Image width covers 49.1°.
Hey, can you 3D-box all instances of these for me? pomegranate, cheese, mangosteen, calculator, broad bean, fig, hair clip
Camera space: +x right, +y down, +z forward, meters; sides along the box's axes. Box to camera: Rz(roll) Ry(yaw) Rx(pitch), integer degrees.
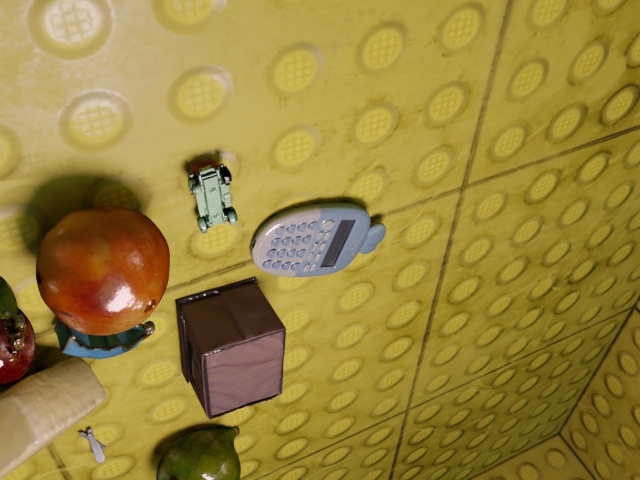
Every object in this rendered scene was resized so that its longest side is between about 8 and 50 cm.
[{"bbox_3d":[-0.334,0.042,1.091,0.209,0.209,0.209,-21,142,-17],"label":"pomegranate"},{"bbox_3d":[-0.535,0.329,1.217,0.242,0.124,0.265,-41,178,6],"label":"cheese"},{"bbox_3d":[-0.554,0.173,1.115,0.181,0.155,0.146,-12,164,-7],"label":"mangosteen"},{"bbox_3d":[0.000,0.000,1.424,0.303,0.042,0.188,-4,133,-34],"label":"calculator"},{"bbox_3d":[-0.580,0.090,1.021,0.292,0.144,0.049,5,166,-19],"label":"broad bean"},{"bbox_3d":[-0.286,0.540,1.747,0.203,0.235,0.203,7,123,11],"label":"fig"},{"bbox_3d":[-0.503,0.455,1.557,0.030,0.039,0.115,-28,141,-18],"label":"hair clip"}]

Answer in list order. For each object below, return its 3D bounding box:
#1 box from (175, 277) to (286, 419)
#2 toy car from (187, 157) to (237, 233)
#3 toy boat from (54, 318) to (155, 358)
[{"bbox_3d":[-0.184,0.229,1.450,0.188,0.153,0.252,-16,139,-24],"label":"box"},{"bbox_3d":[-0.185,-0.074,1.192,0.073,0.054,0.143,-21,146,-14],"label":"toy car"},{"bbox_3d":[-0.392,0.169,1.287,0.077,0.075,0.185,-41,147,23],"label":"toy boat"}]
